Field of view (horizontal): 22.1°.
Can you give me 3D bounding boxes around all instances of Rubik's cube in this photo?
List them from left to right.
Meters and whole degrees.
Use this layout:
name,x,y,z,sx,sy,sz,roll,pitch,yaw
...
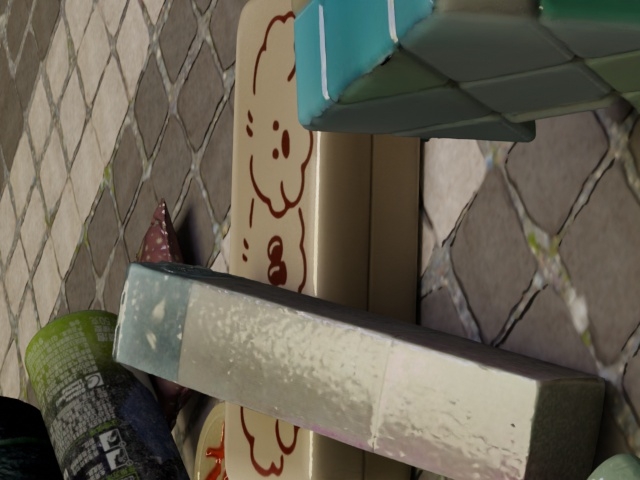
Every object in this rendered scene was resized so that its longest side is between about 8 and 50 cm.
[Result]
name,x,y,z,sx,sy,sz,roll,pitch,yaw
Rubik's cube,0.090,-0.171,0.752,0.265,0.224,0.213,150,121,-66

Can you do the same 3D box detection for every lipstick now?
name,x,y,z,sx,sy,sz,roll,pitch,yaw
lipstick,0.010,0.073,0.933,0.317,0.066,0.068,13,95,42

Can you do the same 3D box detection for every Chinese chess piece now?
name,x,y,z,sx,sy,sz,roll,pitch,yaw
Chinese chess piece,-0.050,0.173,1.185,0.122,0.051,0.122,-177,90,-64

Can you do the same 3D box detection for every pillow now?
name,x,y,z,sx,sy,sz,roll,pitch,yaw
pillow,-0.127,0.065,1.366,0.118,0.043,0.185,118,148,-51

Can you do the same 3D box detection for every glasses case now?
name,x,y,z,sx,sy,sz,roll,pitch,yaw
glasses case,0.000,0.000,1.072,0.144,0.076,0.336,-7,81,64

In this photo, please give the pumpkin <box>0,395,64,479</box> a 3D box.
name,x,y,z,sx,sy,sz,roll,pitch,yaw
pumpkin,-0.326,0.278,1.589,0.248,0.248,0.248,-12,76,63

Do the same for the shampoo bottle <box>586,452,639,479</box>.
name,x,y,z,sx,sy,sz,roll,pitch,yaw
shampoo bottle,0.174,0.177,0.739,0.190,0.041,0.069,52,127,53

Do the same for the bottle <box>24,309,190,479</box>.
name,x,y,z,sx,sy,sz,roll,pitch,yaw
bottle,-0.142,0.202,1.260,0.330,0.093,0.093,63,141,37
